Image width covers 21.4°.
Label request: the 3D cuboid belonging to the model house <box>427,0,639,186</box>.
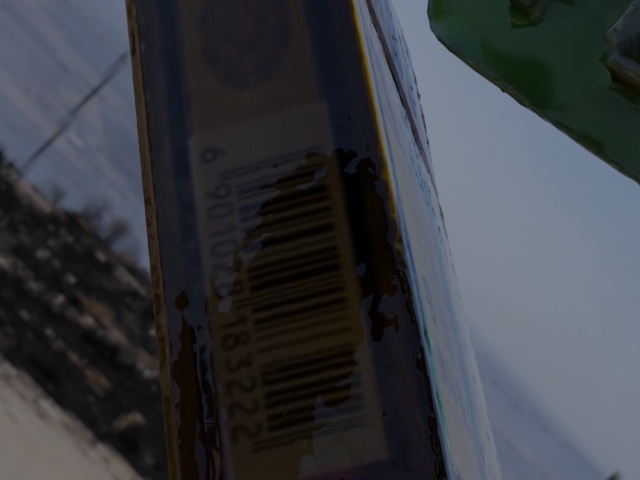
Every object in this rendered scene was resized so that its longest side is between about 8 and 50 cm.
[{"bbox_3d":[0.270,-0.105,0.593,0.242,0.357,0.313,38,2,33],"label":"model house"}]

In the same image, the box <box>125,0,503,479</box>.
[{"bbox_3d":[0.000,0.000,0.610,0.193,0.084,0.301,65,13,-56],"label":"box"}]
